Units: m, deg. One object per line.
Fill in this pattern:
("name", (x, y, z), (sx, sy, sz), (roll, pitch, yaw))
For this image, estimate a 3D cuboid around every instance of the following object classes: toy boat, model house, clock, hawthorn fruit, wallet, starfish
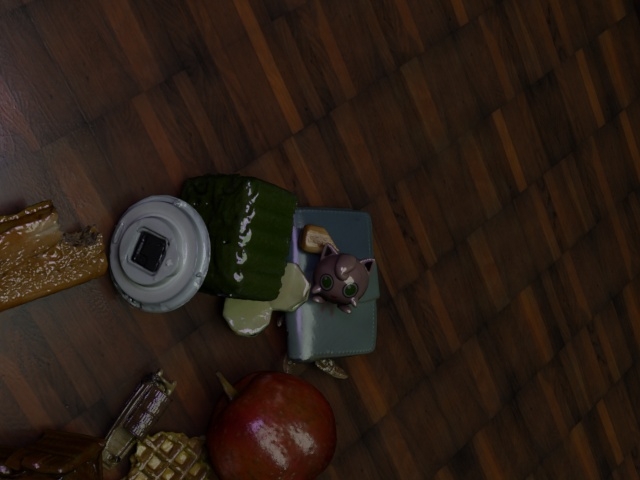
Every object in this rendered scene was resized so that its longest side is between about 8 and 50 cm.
("toy boat", (-0.376, 0.368, 1.862), (0.068, 0.088, 0.226), (47, 66, -30))
("model house", (-0.530, 0.469, 1.724), (0.220, 0.199, 0.229), (84, 12, -55))
("clock", (-0.329, 0.024, 1.787), (0.053, 0.236, 0.237), (19, 81, -66))
("hawthorn fruit", (-0.124, 0.396, 1.942), (0.287, 0.287, 0.330), (-48, 113, -23))
("wallet", (0.026, 0.096, 2.098), (0.252, 0.083, 0.361), (-1, 84, -30))
("starfish", (-0.004, 0.227, 2.126), (0.235, 0.062, 0.277), (40, 57, -22))

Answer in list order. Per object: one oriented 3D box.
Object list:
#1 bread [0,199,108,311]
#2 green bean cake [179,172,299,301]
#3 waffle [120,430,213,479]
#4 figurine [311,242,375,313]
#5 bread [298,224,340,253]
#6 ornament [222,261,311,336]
("bread", (-0.578, 0.033, 1.667), (0.380, 0.109, 0.185), (-21, 119, -34))
("green bean cake", (-0.189, -0.007, 1.859), (0.156, 0.249, 0.247), (16, 83, -47))
("waffle", (-0.348, 0.541, 1.915), (0.300, 0.058, 0.282), (-28, 109, -31))
("figurine", (0.045, 0.085, 1.996), (0.125, 0.125, 0.138), (11, 106, -36))
("bread", (0.001, 0.000, 2.030), (0.103, 0.049, 0.062), (8, 87, -25))
("ornament", (-0.138, 0.101, 2.002), (0.201, 0.059, 0.180), (-34, 80, -5))
